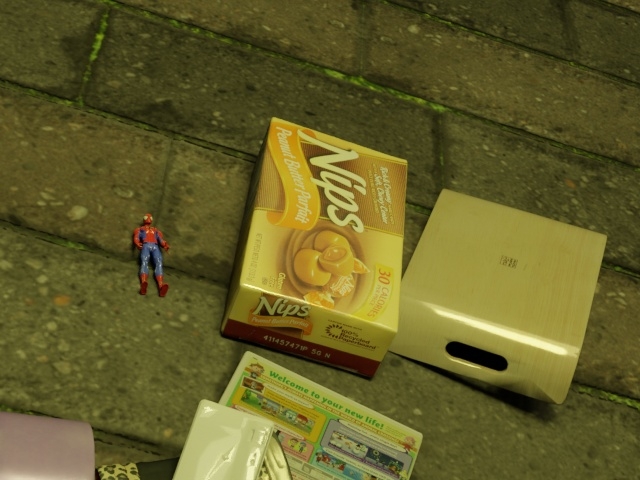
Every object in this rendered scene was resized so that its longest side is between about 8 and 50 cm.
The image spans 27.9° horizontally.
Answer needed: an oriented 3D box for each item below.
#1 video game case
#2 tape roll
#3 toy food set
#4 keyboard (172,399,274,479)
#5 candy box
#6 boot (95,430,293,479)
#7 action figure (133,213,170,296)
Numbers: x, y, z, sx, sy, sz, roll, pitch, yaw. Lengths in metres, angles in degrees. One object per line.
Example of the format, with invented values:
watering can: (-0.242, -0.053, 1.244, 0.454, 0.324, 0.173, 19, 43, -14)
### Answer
video game case: (-0.015, 0.222, 1.312, 0.212, 0.023, 0.193, 25, 39, 2)
tape roll: (-0.241, 0.236, 1.046, 0.080, 0.189, 0.189, 10, 41, -18)
toy food set: (0.219, 0.061, 1.581, 0.219, 0.092, 0.306, 17, 37, 9)
keyboard: (-0.109, 0.260, 1.118, 0.072, 0.014, 0.256, 15, 58, 5)
candy box: (0.000, 0.000, 1.517, 0.183, 0.087, 0.316, 18, 39, -9)
boot: (-0.099, 0.289, 1.156, 0.178, 0.085, 0.236, -6, 58, -19)
action figure: (-0.191, 0.012, 1.454, 0.038, 0.030, 0.115, 3, 42, -18)
